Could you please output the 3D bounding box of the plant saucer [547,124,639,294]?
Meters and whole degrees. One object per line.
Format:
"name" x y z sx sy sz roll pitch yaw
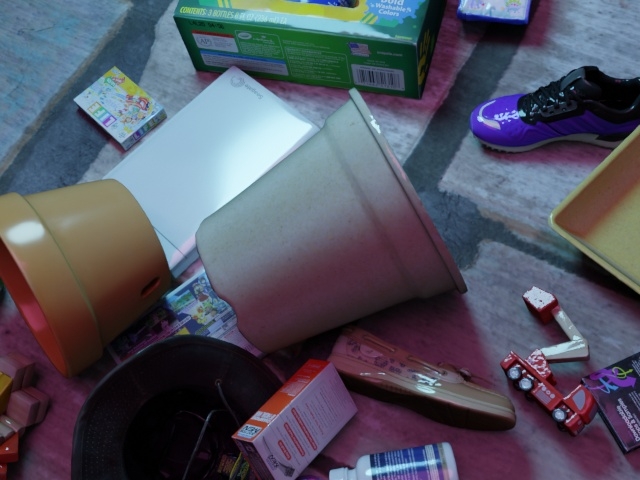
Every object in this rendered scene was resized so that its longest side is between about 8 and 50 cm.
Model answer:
"plant saucer" 0.568 -0.021 1.207 0.333 0.081 0.332 -42 63 -13

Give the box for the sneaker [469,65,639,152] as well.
"sneaker" 0.390 -0.224 1.304 0.293 0.146 0.102 -1 62 8

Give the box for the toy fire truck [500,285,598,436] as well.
"toy fire truck" 0.333 0.168 1.148 0.135 0.047 0.192 -43 51 -4

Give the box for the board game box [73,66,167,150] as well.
"board game box" -0.374 -0.248 1.509 0.103 0.026 0.154 -44 65 -13

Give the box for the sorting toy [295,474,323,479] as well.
"sorting toy" -0.021 0.477 1.018 0.127 0.126 0.366 -4 63 7

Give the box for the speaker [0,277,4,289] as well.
"speaker" -0.647 0.135 1.299 0.131 0.131 0.297 30 71 22

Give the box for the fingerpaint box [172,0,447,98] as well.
"fingerpaint box" 0.006 -0.481 1.491 0.444 0.163 0.371 11 65 14

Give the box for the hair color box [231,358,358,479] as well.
"hair color box" -0.033 0.254 1.124 0.053 0.093 0.167 -3 30 49

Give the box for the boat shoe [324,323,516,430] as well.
"boat shoe" 0.144 0.193 1.150 0.285 0.105 0.089 16 64 19

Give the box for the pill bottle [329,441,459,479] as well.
"pill bottle" 0.101 0.332 1.090 0.169 0.094 0.094 -10 62 3

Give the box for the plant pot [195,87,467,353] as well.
"plant pot" 0.000 0.000 1.177 0.305 0.334 0.334 -29 61 5

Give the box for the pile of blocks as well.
"pile of blocks" -0.519 0.328 1.163 0.112 0.149 0.362 23 68 20

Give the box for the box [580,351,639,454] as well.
"box" 0.465 0.213 1.130 0.162 0.029 0.116 -23 60 -4

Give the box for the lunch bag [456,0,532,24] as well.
"lunch bag" 0.321 -0.448 1.462 0.128 0.096 0.151 9 55 13

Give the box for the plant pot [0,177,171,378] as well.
"plant pot" -0.365 0.035 1.234 0.203 0.291 0.291 -30 61 -25

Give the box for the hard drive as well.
"hard drive" -0.199 -0.130 1.408 0.233 0.047 0.353 39 74 24

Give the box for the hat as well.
"hat" -0.198 0.277 1.110 0.134 0.331 0.331 -1 54 54

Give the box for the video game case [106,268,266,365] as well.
"video game case" -0.212 0.168 1.269 0.201 0.023 0.183 -37 63 -9
